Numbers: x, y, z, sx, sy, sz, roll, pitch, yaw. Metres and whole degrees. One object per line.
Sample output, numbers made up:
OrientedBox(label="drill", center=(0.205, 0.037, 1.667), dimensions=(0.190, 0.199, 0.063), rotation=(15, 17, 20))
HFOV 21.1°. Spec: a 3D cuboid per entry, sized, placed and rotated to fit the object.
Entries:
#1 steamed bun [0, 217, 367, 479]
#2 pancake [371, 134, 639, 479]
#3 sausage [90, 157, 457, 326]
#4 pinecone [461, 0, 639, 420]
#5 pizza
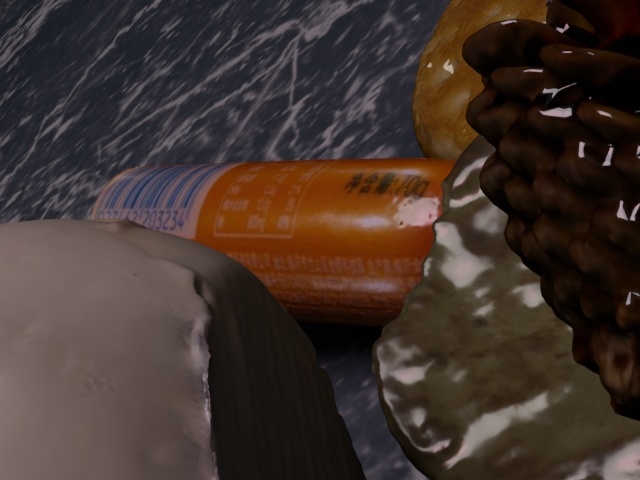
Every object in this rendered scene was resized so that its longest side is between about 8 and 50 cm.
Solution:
OrientedBox(label="steamed bun", center=(-0.130, 0.149, 0.650), dimensions=(0.309, 0.309, 0.309), rotation=(-37, 25, 21))
OrientedBox(label="pancake", center=(0.126, 0.019, 0.734), dimensions=(0.222, 0.042, 0.236), rotation=(-15, 43, 19))
OrientedBox(label="sausage", center=(0.000, 0.000, 0.926), dimensions=(0.312, 0.093, 0.093), rotation=(0, 50, 48))
OrientedBox(label="pinecone", center=(0.186, -0.050, 0.550), dimensions=(0.292, 0.246, 0.246), rotation=(-44, 21, -23))
OrientedBox(label="pizza", center=(0.106, -0.085, 0.956), dimensions=(0.127, 0.058, 0.246), rotation=(-47, 23, 5))
